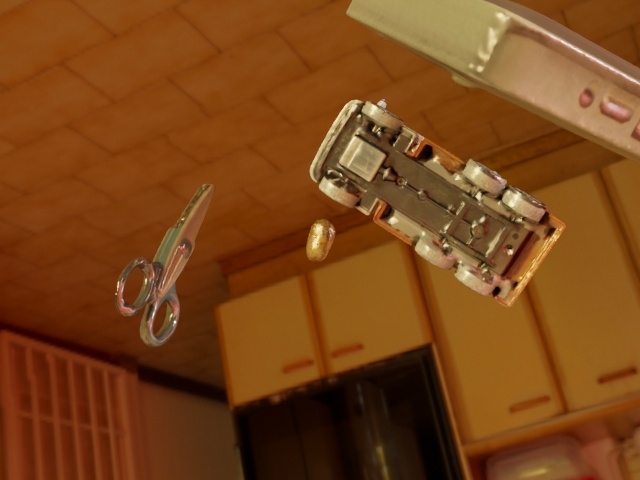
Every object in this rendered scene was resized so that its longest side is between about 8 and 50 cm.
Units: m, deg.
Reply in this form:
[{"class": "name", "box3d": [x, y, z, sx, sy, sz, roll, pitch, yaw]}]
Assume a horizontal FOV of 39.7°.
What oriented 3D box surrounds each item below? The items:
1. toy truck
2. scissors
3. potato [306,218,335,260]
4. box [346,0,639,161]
[{"class": "toy truck", "box3d": [0.189, -0.071, 1.441, 0.173, 0.387, 0.207, -59, 170, 13]}, {"class": "scissors", "box3d": [-0.220, 0.019, 1.336, 0.041, 0.289, 0.138, -3, 137, 30]}, {"class": "potato", "box3d": [0.000, 0.000, 1.680, 0.051, 0.083, 0.040, 15, 177, 41]}, {"class": "box", "box3d": [0.268, -0.223, 1.141, 0.396, 0.396, 0.111, 16, 107, -31]}]
